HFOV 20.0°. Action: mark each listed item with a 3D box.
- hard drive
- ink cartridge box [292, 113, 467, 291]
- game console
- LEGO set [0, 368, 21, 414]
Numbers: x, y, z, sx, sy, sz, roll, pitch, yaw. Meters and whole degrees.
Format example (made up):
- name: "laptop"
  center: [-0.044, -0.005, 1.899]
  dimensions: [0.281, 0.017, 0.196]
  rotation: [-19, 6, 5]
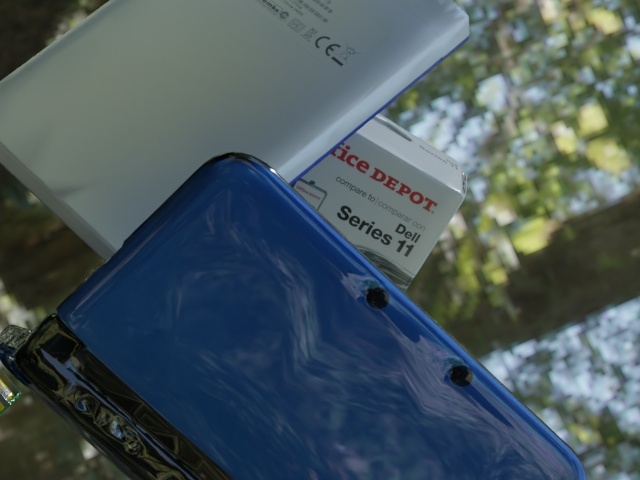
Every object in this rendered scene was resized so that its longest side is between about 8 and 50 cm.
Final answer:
- name: "hard drive"
  center: [-0.076, -0.122, 1.348]
  dimensions: [0.210, 0.319, 0.040]
  rotation: [41, -21, 26]
- name: "ink cartridge box"
  center: [0.000, 0.000, 1.434]
  dimensions: [0.153, 0.208, 0.087]
  rotation: [30, 16, -5]
- name: "game console"
  center: [-0.029, 0.104, 1.107]
  dimensions: [0.293, 0.173, 0.250]
  rotation: [44, -11, -11]
- name: "LEGO set"
  center: [-0.442, 0.156, 1.575]
  dimensions: [0.192, 0.331, 0.255]
  rotation: [51, -15, -7]
